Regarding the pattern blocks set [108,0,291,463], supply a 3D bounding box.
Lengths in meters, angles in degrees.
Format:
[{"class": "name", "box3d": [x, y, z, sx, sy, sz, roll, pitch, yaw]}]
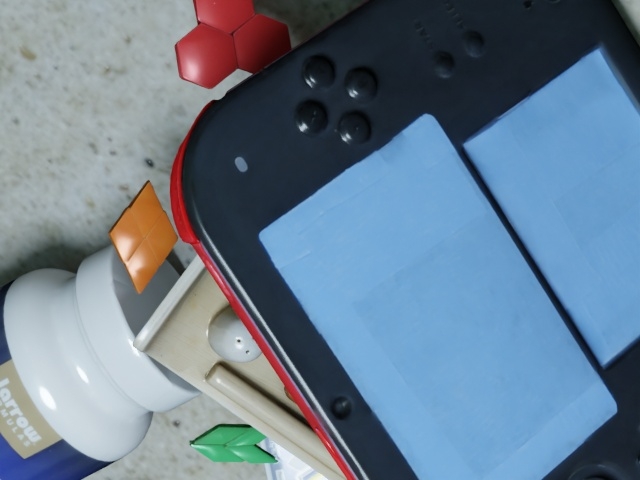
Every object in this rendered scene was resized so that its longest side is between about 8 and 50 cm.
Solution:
[{"class": "pattern blocks set", "box3d": [0.000, 0.000, 1.143, 0.285, 0.026, 0.325, 14, 91, -14]}]

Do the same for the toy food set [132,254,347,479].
[{"class": "toy food set", "box3d": [0.061, 0.065, 1.101, 0.306, 0.092, 0.220, 37, 86, -14]}]

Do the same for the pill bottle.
[{"class": "pill bottle", "box3d": [-0.218, 0.112, 1.220, 0.264, 0.153, 0.153, -30, 97, 19]}]

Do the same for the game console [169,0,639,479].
[{"class": "game console", "box3d": [0.122, 0.018, 1.061, 0.342, 0.060, 0.386, -35, 97, -19]}]

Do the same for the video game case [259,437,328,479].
[{"class": "video game case", "box3d": [0.060, 0.211, 1.230, 0.183, 0.023, 0.201, -10, 97, 10]}]
